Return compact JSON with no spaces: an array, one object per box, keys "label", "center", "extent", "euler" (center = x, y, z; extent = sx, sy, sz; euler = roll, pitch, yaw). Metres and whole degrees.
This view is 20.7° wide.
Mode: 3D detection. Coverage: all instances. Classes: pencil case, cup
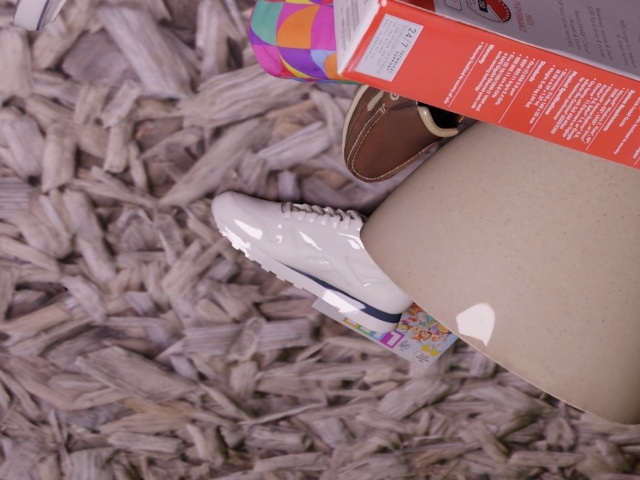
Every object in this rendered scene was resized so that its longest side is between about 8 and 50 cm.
[{"label":"pencil case","center":[0.049,-0.186,1.557],"extent":[0.236,0.104,0.104],"euler":[7,144,38]},{"label":"cup","center":[0.239,-0.016,1.670],"extent":[0.331,0.331,0.237],"euler":[27,105,-25]}]

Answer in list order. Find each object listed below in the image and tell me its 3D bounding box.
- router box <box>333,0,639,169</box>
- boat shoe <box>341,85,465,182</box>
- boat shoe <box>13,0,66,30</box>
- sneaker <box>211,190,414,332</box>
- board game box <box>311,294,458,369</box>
[{"label":"router box","center":[0.158,-0.223,1.424],"extent":[0.301,0.335,0.082],"euler":[15,131,-17]},{"label":"boat shoe","center":[0.099,-0.135,1.669],"extent":[0.095,0.095,0.257],"euler":[21,130,-20]},{"label":"boat shoe","center":[-0.186,-0.281,1.529],"extent":[0.088,0.096,0.267],"euler":[24,120,-17]},{"label":"sneaker","center":[0.000,0.000,1.801],"extent":[0.235,0.090,0.095],"euler":[28,112,-9]},{"label":"board game box","center":[0.082,0.069,1.897],"extent":[0.154,0.026,0.103],"euler":[29,127,-17]}]
